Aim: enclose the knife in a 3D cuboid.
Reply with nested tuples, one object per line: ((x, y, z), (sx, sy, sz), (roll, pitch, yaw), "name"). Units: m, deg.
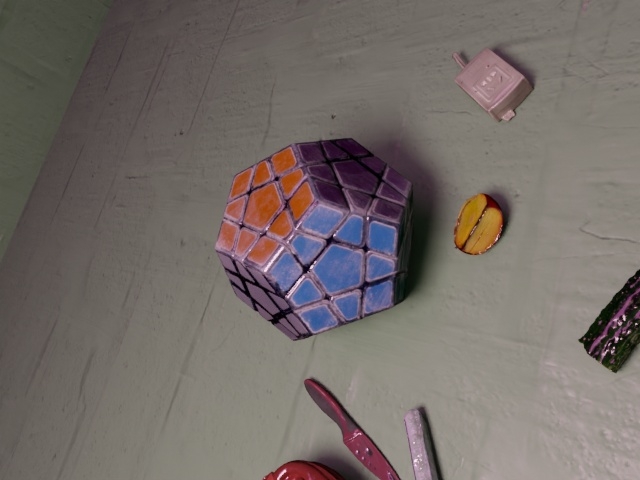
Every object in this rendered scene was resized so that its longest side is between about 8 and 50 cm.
((0.042, 0.292, 0.862), (0.035, 0.018, 0.247), (-54, 45, 4), "knife")

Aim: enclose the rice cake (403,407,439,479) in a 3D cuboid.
((0.143, 0.326, 0.742), (0.033, 0.033, 0.207), (-23, 54, 20), "rice cake")

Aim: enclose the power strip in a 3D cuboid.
((0.265, -0.263, 0.916), (0.075, 0.042, 0.175), (-46, 46, 17), "power strip")

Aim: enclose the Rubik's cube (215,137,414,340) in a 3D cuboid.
((0.000, -0.001, 0.866), (0.319, 0.319, 0.264), (-54, 19, 8), "Rubik's cube")

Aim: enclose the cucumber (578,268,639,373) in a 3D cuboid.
((0.373, 0.064, 0.645), (0.187, 0.058, 0.058), (-52, 45, 8), "cucumber")

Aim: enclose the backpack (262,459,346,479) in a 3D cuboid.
((-0.023, 0.413, 0.772), (0.229, 0.139, 0.229), (-15, 64, 34), "backpack")

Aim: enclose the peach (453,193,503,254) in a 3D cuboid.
((0.232, -0.020, 0.818), (0.077, 0.050, 0.083), (-32, 37, 58), "peach")
